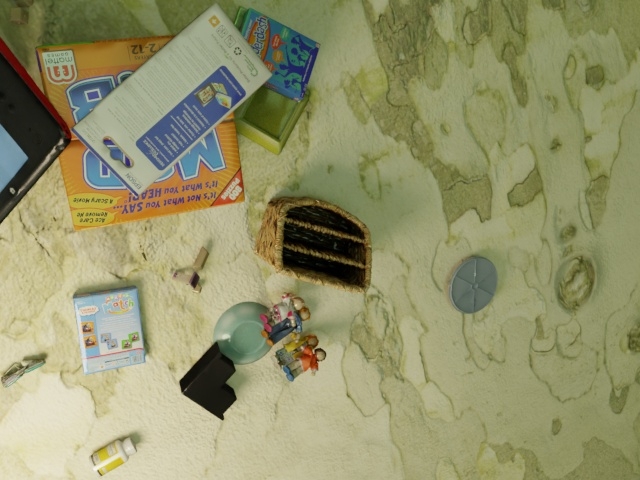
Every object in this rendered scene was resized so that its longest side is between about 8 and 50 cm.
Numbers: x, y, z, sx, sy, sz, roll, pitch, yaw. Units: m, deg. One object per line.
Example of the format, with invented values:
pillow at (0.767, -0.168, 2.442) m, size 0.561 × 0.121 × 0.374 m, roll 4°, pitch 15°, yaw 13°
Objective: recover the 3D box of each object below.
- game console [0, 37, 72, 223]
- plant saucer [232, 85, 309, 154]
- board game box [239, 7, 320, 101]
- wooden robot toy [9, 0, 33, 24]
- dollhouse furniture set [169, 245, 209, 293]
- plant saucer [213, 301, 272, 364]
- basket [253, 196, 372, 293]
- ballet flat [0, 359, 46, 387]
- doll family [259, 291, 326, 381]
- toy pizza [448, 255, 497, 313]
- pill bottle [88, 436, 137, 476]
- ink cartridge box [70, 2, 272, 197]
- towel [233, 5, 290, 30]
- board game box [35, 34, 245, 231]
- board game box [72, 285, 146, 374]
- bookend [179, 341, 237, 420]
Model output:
game console at (-0.689, -0.221, 1.194) m, size 0.386 × 0.060 × 0.342 m, roll -36°, pitch 90°, yaw 29°
plant saucer at (-0.138, -0.352, 1.646) m, size 0.188 × 0.045 × 0.188 m, roll 28°, pitch 90°, yaw -27°
board game box at (-0.120, -0.477, 1.583) m, size 0.210 × 0.047 × 0.160 m, roll 19°, pitch 83°, yaw -24°
wooden robot toy at (-0.690, -0.568, 1.355) m, size 0.079 × 0.076 × 0.173 m, roll 0°, pitch 106°, yaw 13°
dollhouse furniture set at (-0.355, 0.072, 1.674) m, size 0.081 × 0.091 × 0.114 m, roll 16°, pitch 69°, yaw 13°
plant saucer at (-0.212, 0.276, 1.770) m, size 0.195 × 0.037 × 0.195 m, roll -6°, pitch 105°, yaw -22°
basket at (0.000, 0.000, 1.694) m, size 0.299 × 0.223 × 0.213 m, roll 17°, pitch 96°, yaw -25°
ballet flat at (-0.754, 0.325, 1.545) m, size 0.114 × 0.041 × 0.041 m, roll -33°, pitch 113°, yaw -15°
doll family at (-0.083, 0.272, 1.786) m, size 0.163 × 0.118 × 0.263 m, roll -27°, pitch 101°, yaw -31°
toy pizza at (0.510, 0.149, 2.059) m, size 0.201 × 0.032 × 0.201 m, roll -6°, pitch 106°, yaw -23°
pill bottle at (-0.566, 0.589, 1.674) m, size 0.116 × 0.065 × 0.065 m, roll -27°, pitch 112°, yaw -15°
ink cartridge box at (-0.284, -0.273, 1.192) m, size 0.371 × 0.069 × 0.176 m, roll -46°, pitch 115°, yaw -12°
towel at (-0.159, -0.532, 1.606) m, size 0.152 × 0.023 × 0.113 m, roll 17°, pitch 95°, yaw -26°
board game box at (-0.409, -0.254, 1.377) m, size 0.356 × 0.356 × 0.356 m, roll -12°, pitch 106°, yaw -20°
board game box at (-0.553, 0.235, 1.609) m, size 0.160 × 0.039 × 0.212 m, roll -8°, pitch 106°, yaw -22°
bookend at (-0.288, 0.399, 1.736) m, size 0.156 × 0.072 × 0.157 m, roll 42°, pitch 91°, yaw -25°
